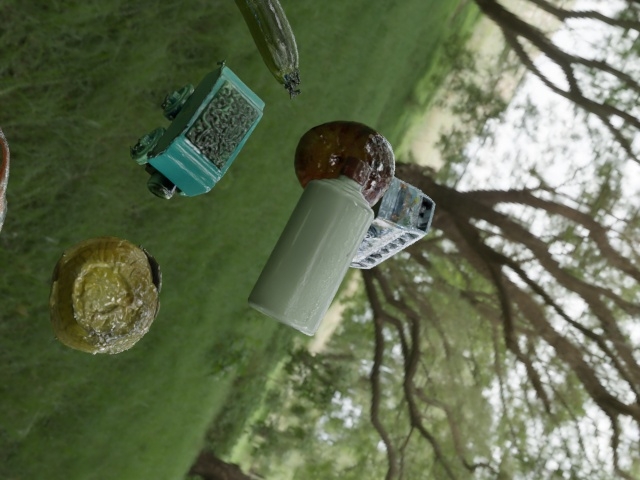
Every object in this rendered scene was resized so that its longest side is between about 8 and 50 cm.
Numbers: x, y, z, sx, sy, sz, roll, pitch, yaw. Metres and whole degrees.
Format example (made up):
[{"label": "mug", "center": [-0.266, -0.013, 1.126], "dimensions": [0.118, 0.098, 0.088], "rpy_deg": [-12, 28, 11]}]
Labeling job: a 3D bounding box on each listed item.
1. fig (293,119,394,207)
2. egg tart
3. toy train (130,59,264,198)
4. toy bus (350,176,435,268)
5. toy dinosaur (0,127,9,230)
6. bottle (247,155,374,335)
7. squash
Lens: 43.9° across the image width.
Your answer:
[{"label": "fig", "center": [0.057, -0.119, 1.290], "dimensions": [0.202, 0.149, 0.148], "rpy_deg": [-6, 102, -43]}, {"label": "egg tart", "center": [-0.431, 0.109, 1.580], "dimensions": [0.252, 0.232, 0.098], "rpy_deg": [-52, -169, -12]}, {"label": "toy train", "center": [-0.179, -0.157, 1.174], "dimensions": [0.163, 0.112, 0.203], "rpy_deg": [-8, -131, 52]}, {"label": "toy bus", "center": [0.111, -0.026, 1.674], "dimensions": [0.329, 0.136, 0.109], "rpy_deg": [142, -34, -65]}, {"label": "toy dinosaur", "center": [-0.527, -0.077, 1.249], "dimensions": [0.279, 0.101, 0.055], "rpy_deg": [106, 7, -47]}, {"label": "bottle", "center": [0.000, 0.000, 1.074], "dimensions": [0.245, 0.104, 0.104], "rpy_deg": [-62, 179, -8]}, {"label": "squash", "center": [-0.110, -0.437, 1.588], "dimensions": [0.087, 0.331, 0.087], "rpy_deg": [-23, -158, 10]}]
